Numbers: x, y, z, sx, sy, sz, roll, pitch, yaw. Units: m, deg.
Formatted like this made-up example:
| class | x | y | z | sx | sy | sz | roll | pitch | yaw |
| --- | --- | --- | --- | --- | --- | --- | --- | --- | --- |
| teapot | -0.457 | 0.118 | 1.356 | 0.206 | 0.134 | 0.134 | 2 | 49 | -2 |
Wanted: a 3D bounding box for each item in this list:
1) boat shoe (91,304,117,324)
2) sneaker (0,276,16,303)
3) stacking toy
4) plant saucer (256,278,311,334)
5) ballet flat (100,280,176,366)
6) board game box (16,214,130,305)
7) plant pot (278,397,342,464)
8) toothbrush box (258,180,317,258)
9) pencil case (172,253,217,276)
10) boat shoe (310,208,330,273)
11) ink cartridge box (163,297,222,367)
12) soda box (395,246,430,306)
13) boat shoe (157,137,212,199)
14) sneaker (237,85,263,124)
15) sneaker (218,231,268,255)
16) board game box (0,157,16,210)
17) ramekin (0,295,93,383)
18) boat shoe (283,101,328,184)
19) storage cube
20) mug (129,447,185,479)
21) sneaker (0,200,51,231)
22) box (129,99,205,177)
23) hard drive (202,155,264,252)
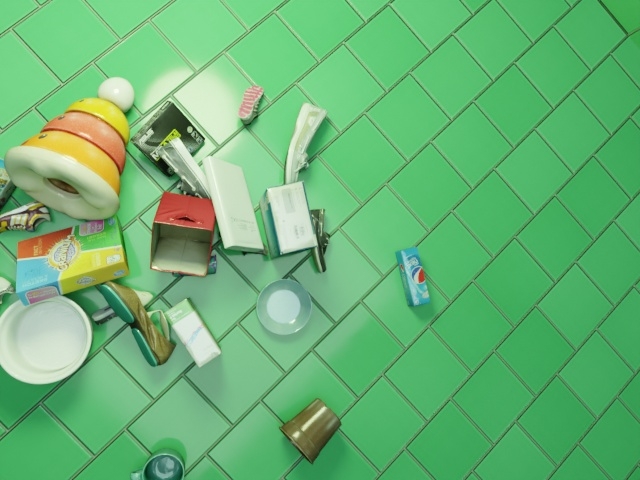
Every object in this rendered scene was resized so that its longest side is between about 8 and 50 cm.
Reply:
| class | x | y | z | sx | sy | sz | roll | pitch | yaw |
| --- | --- | --- | --- | --- | --- | --- | --- | --- | --- |
| boat shoe | -0.684 | 0.234 | 1.827 | 0.142 | 0.049 | 0.040 | -26 | 126 | -19 |
| sneaker | -1.079 | 0.211 | 1.730 | 0.095 | 0.090 | 0.235 | 46 | 80 | -14 |
| stacking toy | -0.740 | -0.336 | 1.774 | 0.351 | 0.350 | 0.479 | 21 | 62 | -9 |
| plant saucer | -0.129 | 0.233 | 1.938 | 0.195 | 0.037 | 0.194 | 1 | 85 | -10 |
| ballet flat | -0.579 | 0.249 | 1.792 | 0.124 | 0.116 | 0.342 | -42 | 110 | -39 |
| board game box | -0.781 | 0.055 | 1.736 | 0.317 | 0.064 | 0.242 | -18 | 45 | -13 |
| plant pot | -0.027 | 0.637 | 1.869 | 0.165 | 0.167 | 0.167 | -42 | 94 | -19 |
| toothbrush box | -0.115 | -0.059 | 1.834 | 0.126 | 0.295 | 0.216 | -12 | 87 | -13 |
| pencil case | -0.430 | 0.085 | 1.876 | 0.152 | 0.064 | 0.070 | -2 | 59 | -12 |
| boat shoe | 0.000 | 0.000 | 1.959 | 0.079 | 0.084 | 0.232 | -8 | 84 | -11 |
| ink cartridge box | -0.418 | 0.301 | 1.814 | 0.093 | 0.154 | 0.212 | -35 | 93 | -12 |
| soda box | 0.338 | 0.133 | 2.021 | 0.067 | 0.071 | 0.210 | -13 | 88 | -12 |
| boat shoe | -0.435 | -0.195 | 1.856 | 0.102 | 0.108 | 0.301 | -36 | 112 | -9 |
| sneaker | -0.248 | -0.479 | 1.965 | 0.063 | 0.074 | 0.170 | 13 | 60 | 7 |
| sneaker | -0.269 | 0.010 | 1.921 | 0.170 | 0.051 | 0.089 | 1 | 81 | -15 |
| board game box | -1.130 | -0.151 | 1.742 | 0.224 | 0.097 | 0.303 | 29 | 79 | -8 |
| ramekin | -0.858 | 0.303 | 1.737 | 0.278 | 0.135 | 0.277 | 1 | 85 | -12 |
| boat shoe | -0.059 | -0.337 | 1.962 | 0.103 | 0.118 | 0.320 | 16 | 76 | -5 |
| storage cube | -0.438 | -0.024 | 1.782 | 0.184 | 0.193 | 0.214 | 8 | 123 | -10 |
| mug | -0.518 | 0.738 | 1.787 | 0.158 | 0.097 | 0.129 | 29 | 81 | -7 |
| sneaker | -0.971 | -0.056 | 1.777 | 0.186 | 0.069 | 0.083 | -29 | 86 | -11 |
| box | -0.511 | -0.340 | 1.855 | 0.190 | 0.045 | 0.184 | -50 | 137 | -12 |
| hard drive | -0.288 | -0.115 | 1.835 | 0.040 | 0.203 | 0.307 | -22 | 77 | 21 |
